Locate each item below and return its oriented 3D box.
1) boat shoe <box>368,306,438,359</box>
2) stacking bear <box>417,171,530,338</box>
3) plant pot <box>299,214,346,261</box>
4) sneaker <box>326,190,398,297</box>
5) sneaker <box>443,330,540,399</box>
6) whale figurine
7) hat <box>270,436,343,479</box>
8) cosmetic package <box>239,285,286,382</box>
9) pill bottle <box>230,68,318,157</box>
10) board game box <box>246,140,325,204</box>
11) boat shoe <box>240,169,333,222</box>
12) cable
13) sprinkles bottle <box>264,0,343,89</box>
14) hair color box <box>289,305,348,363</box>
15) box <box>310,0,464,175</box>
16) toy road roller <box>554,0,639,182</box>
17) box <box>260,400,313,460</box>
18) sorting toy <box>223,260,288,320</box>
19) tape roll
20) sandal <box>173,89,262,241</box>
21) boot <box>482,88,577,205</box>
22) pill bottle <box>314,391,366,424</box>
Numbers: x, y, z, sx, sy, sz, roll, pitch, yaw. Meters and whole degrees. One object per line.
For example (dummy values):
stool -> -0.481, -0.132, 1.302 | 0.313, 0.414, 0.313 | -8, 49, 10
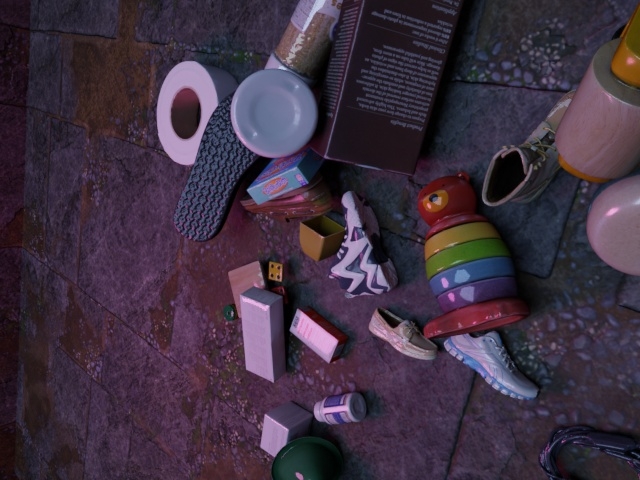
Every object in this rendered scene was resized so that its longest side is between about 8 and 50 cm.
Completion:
boat shoe -> 0.175, 0.194, 1.050 | 0.170, 0.063, 0.059 | 24, 115, 36
stacking bear -> 0.258, 0.016, 0.906 | 0.175, 0.164, 0.288 | -27, 67, 38
plant pot -> 0.000, 0.000, 1.168 | 0.081, 0.082, 0.083 | 34, 127, 32
sneaker -> 0.061, 0.021, 1.105 | 0.153, 0.094, 0.234 | -25, 89, 30
sneaker -> 0.326, 0.218, 0.927 | 0.191, 0.071, 0.082 | 34, 109, 32
whale figurine -> 0.531, -0.030, 0.701 | 0.272, 0.141, 0.216 | 12, 139, 19
hat -> -0.019, 0.574, 1.136 | 0.173, 0.183, 0.208 | 35, 100, -12
cosmetic package -> -0.145, 0.243, 1.282 | 0.099, 0.060, 0.239 | 17, 120, 32
pill bottle -> -0.097, -0.253, 1.024 | 0.283, 0.161, 0.160 | -123, 37, -78
board game box -> -0.054, -0.178, 1.115 | 0.160, 0.210, 0.047 | -18, 119, 39
boat shoe -> -0.091, -0.090, 1.207 | 0.307, 0.111, 0.104 | -3, 124, 54
cable -> 0.471, 0.397, 0.845 | 0.185, 0.047, 0.150 | -6, 95, 37
sprinkles bottle -> 0.006, -0.495, 1.081 | 0.121, 0.121, 0.355 | 49, 122, 25
hair color box -> -0.006, 0.229, 1.216 | 0.141, 0.043, 0.072 | 34, 115, 31
box -> 0.123, -0.332, 0.938 | 0.143, 0.191, 0.381 | -130, 51, -66
toy road roller -> 0.475, -0.206, 0.612 | 0.241, 0.202, 0.329 | 30, 69, 19
box -> -0.087, 0.489, 1.271 | 0.087, 0.102, 0.101 | 18, 107, 35
sorting toy -> -0.173, 0.129, 1.341 | 0.275, 0.046, 0.132 | -21, 81, 39
tape roll -> -0.343, -0.352, 1.399 | 0.286, 0.100, 0.286 | 5, 99, 39
sandal -> -0.243, -0.206, 1.290 | 0.168, 0.107, 0.445 | 33, 102, -1
boot -> 0.353, -0.148, 0.801 | 0.077, 0.165, 0.213 | 42, 121, 28
pill bottle -> 0.044, 0.401, 1.176 | 0.120, 0.067, 0.067 | -23, 80, 39
